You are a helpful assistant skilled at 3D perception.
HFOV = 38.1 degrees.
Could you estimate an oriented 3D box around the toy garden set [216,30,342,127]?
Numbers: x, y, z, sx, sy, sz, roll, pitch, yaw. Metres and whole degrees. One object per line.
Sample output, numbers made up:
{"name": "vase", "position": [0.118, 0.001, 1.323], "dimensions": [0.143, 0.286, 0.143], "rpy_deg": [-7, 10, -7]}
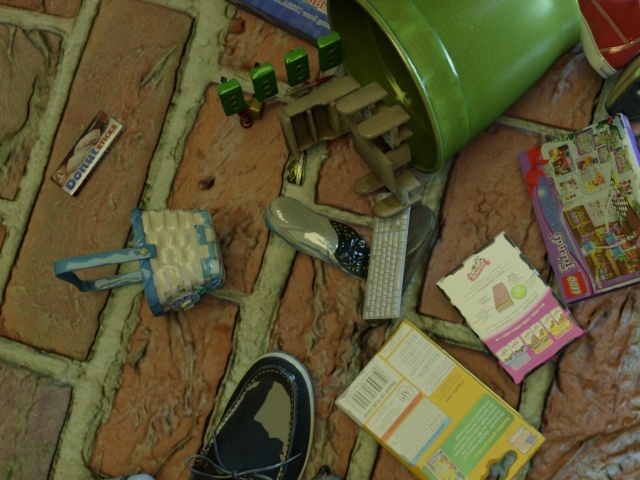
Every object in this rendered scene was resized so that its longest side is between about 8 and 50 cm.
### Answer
{"name": "toy garden set", "position": [-0.079, -0.309, 1.775], "dimensions": [0.244, 0.204, 0.049], "rpy_deg": [-26, 76, -4]}

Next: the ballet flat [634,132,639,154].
{"name": "ballet flat", "position": [0.698, -0.110, 1.635], "dimensions": [0.316, 0.106, 0.107], "rpy_deg": [24, 85, 13]}

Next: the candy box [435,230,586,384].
{"name": "candy box", "position": [0.342, 0.123, 1.680], "dimensions": [0.159, 0.071, 0.233], "rpy_deg": [-37, 77, 3]}

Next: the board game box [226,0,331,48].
{"name": "board game box", "position": [-0.034, -0.583, 1.869], "dimensions": [0.319, 0.066, 0.318], "rpy_deg": [29, 87, 14]}

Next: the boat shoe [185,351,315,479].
{"name": "boat shoe", "position": [-0.150, 0.441, 1.678], "dimensions": [0.187, 0.156, 0.500], "rpy_deg": [22, 84, 15]}

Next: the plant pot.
{"name": "plant pot", "position": [0.255, -0.365, 1.659], "dimensions": [0.353, 0.366, 0.366], "rpy_deg": [-31, 76, -7]}

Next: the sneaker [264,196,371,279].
{"name": "sneaker", "position": [0.000, 0.000, 1.771], "dimensions": [0.237, 0.086, 0.085], "rpy_deg": [33, 60, 2]}

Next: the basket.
{"name": "basket", "position": [-0.328, 0.044, 1.725], "dimensions": [0.289, 0.255, 0.201], "rpy_deg": [-7, 82, -2]}

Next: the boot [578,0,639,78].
{"name": "boot", "position": [0.541, -0.425, 1.667], "dimensions": [0.176, 0.088, 0.244], "rpy_deg": [-38, 44, 30]}

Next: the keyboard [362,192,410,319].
{"name": "keyboard", "position": [0.126, 0.025, 1.723], "dimensions": [0.072, 0.014, 0.255], "rpy_deg": [-8, 63, 34]}

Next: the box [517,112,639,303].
{"name": "box", "position": [0.492, -0.054, 1.655], "dimensions": [0.201, 0.057, 0.293], "rpy_deg": [-21, 77, 29]}

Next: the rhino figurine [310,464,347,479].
{"name": "rhino figurine", "position": [0.018, 0.527, 1.655], "dimensions": [0.073, 0.106, 0.243], "rpy_deg": [-5, 80, 10]}

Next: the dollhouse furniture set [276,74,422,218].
{"name": "dollhouse furniture set", "position": [0.051, -0.174, 1.703], "dimensions": [0.161, 0.212, 0.242], "rpy_deg": [-28, 50, -11]}

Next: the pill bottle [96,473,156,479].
{"name": "pill bottle", "position": [-0.461, 0.544, 1.700], "dimensions": [0.334, 0.188, 0.187], "rpy_deg": [-11, 79, 9]}

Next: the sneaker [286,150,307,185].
{"name": "sneaker", "position": [-0.048, -0.150, 1.818], "dimensions": [0.035, 0.031, 0.083], "rpy_deg": [5, 81, 14]}

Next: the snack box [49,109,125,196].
{"name": "snack box", "position": [-0.478, -0.179, 1.907], "dimensions": [0.064, 0.022, 0.178], "rpy_deg": [35, 88, 13]}

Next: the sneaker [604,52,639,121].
{"name": "sneaker", "position": [0.639, -0.399, 1.705], "dimensions": [0.410, 0.158, 0.182], "rpy_deg": [-52, 45, 1]}

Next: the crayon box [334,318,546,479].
{"name": "crayon box", "position": [0.213, 0.321, 1.666], "dimensions": [0.323, 0.083, 0.203], "rpy_deg": [40, 90, 15]}

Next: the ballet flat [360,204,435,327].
{"name": "ballet flat", "position": [0.151, 0.051, 1.741], "dimensions": [0.084, 0.058, 0.249], "rpy_deg": [16, 77, 41]}
